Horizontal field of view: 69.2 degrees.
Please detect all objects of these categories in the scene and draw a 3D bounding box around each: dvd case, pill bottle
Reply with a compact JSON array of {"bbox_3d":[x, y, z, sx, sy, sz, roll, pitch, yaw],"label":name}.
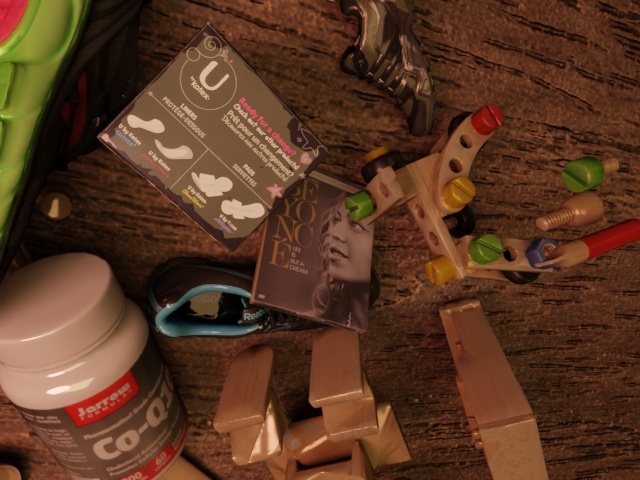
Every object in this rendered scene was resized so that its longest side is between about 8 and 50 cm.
[{"bbox_3d":[0.000,0.000,0.632,0.164,0.018,0.222,19,60,-23],"label":"dvd case"},{"bbox_3d":[-0.272,0.167,0.562,0.161,0.161,0.284,-14,127,-11],"label":"pill bottle"}]

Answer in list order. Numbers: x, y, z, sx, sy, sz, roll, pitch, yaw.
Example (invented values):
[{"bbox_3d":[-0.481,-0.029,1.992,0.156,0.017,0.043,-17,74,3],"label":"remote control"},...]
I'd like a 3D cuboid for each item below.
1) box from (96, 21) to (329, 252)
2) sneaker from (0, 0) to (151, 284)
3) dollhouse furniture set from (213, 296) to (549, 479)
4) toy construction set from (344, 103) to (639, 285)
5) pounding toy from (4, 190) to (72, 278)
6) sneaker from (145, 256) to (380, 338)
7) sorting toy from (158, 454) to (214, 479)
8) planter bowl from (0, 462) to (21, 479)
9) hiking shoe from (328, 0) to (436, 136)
[{"bbox_3d":[-0.115,-0.116,0.523,0.142,0.247,0.163,-46,111,2],"label":"box"},{"bbox_3d":[-0.283,-0.121,0.465,0.185,0.202,0.484,18,81,15],"label":"sneaker"},{"bbox_3d":[0.101,0.274,0.727,0.393,0.257,0.363,-17,114,11],"label":"dollhouse furniture set"},{"bbox_3d":[0.175,-0.025,0.578,0.237,0.308,0.258,-17,107,-21],"label":"toy construction set"},{"bbox_3d":[-0.403,-0.010,0.564,0.205,0.094,0.181,-23,104,-18],"label":"pounding toy"},{"bbox_3d":[-0.066,0.090,0.649,0.340,0.139,0.125,-3,103,-15],"label":"sneaker"},{"bbox_3d":[-0.242,0.490,0.766,0.229,0.041,0.307,-39,114,-2],"label":"sorting toy"},{"bbox_3d":[-0.504,0.359,0.608,0.109,0.162,0.162,18,100,9],"label":"planter bowl"},{"bbox_3d":[0.088,-0.244,0.644,0.114,0.086,0.227,-16,116,14],"label":"hiking shoe"}]
